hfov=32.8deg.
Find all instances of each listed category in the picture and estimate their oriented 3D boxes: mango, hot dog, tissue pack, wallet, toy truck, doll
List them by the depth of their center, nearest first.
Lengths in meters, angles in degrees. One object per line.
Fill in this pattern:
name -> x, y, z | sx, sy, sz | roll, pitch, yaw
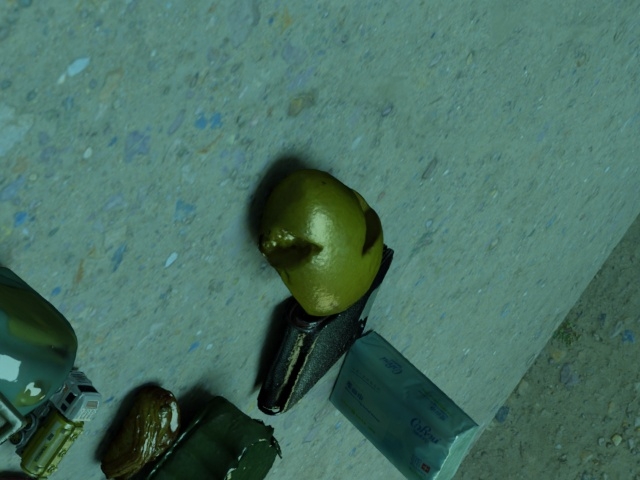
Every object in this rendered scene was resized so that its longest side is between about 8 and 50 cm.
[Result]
doll -> -0.346, 0.157, 0.980 | 0.261, 0.161, 0.177 | -55, 158, 3
toy truck -> -0.304, 0.212, 1.253 | 0.123, 0.063, 0.052 | -54, 156, 6
mango -> 0.000, 0.000, 1.414 | 0.167, 0.130, 0.262 | -51, 152, -6
hot dog -> -0.238, 0.263, 1.443 | 0.147, 0.065, 0.099 | -60, 168, 17
wallet -> 0.013, 0.141, 1.719 | 0.262, 0.071, 0.221 | -38, 153, -43
tissue pack -> 0.142, 0.309, 1.935 | 0.089, 0.263, 0.177 | -24, 144, -41

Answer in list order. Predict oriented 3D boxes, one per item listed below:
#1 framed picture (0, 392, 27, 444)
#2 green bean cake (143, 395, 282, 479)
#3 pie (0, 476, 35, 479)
framed picture -> -0.411, 0.165, 0.849 | 0.289, 0.020, 0.211 | -38, 118, -8
green bean cake -> -0.162, 0.339, 1.582 | 0.222, 0.125, 0.227 | -50, 167, -8
pie -> -0.401, 0.360, 1.311 | 0.182, 0.049, 0.182 | -37, 148, -29
